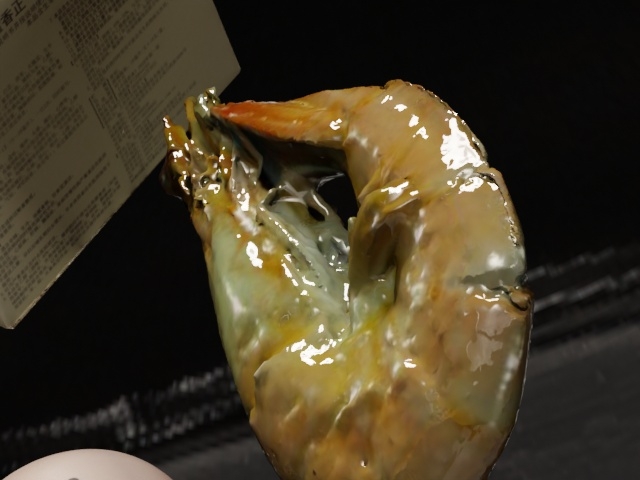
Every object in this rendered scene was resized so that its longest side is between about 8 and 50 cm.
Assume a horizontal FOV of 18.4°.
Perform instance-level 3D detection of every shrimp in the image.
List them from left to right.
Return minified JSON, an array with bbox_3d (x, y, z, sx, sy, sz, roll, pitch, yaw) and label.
[{"bbox_3d":[0.000,0.000,0.729,0.061,0.267,0.145,12,-68,-27],"label":"shrimp"}]

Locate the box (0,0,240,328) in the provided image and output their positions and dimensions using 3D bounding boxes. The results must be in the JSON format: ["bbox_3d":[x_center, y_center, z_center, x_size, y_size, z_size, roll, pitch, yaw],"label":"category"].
[{"bbox_3d":[-0.158,-0.090,1.035,0.095,0.212,0.168,21,-32,32],"label":"box"}]

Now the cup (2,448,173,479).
[{"bbox_3d":[-0.163,0.271,1.268,0.253,0.200,0.191,-38,-55,-1],"label":"cup"}]
